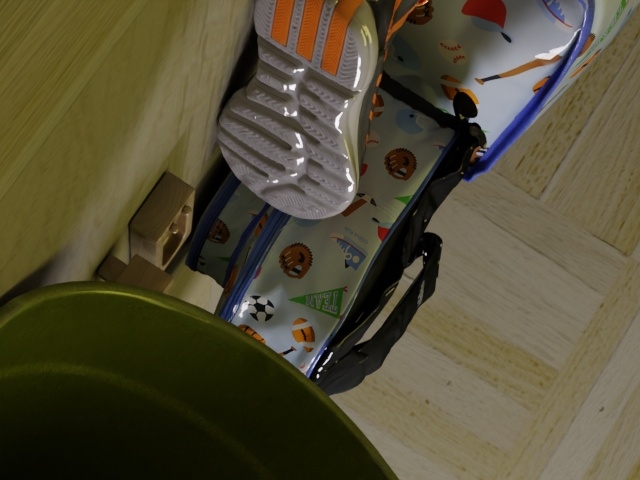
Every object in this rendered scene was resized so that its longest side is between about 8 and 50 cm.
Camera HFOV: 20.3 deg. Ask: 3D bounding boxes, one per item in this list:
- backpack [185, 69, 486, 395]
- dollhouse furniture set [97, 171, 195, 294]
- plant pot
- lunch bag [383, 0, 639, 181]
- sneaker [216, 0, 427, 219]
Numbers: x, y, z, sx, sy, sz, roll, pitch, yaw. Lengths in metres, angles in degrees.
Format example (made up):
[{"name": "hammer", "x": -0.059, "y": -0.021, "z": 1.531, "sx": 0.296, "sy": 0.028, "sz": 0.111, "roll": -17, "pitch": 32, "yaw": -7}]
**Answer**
[{"name": "backpack", "x": 0.000, "y": 0.000, "z": 1.583, "sx": 0.276, "sy": 0.213, "sz": 0.263, "roll": 103, "pitch": 11, "yaw": -61}, {"name": "dollhouse furniture set", "x": -0.107, "y": 0.061, "z": 1.345, "sx": 0.151, "sy": 0.123, "sz": 0.144, "roll": -56, "pitch": 176, "yaw": -16}, {"name": "plant pot", "x": -0.160, "y": 0.276, "z": 1.124, "sx": 0.353, "sy": 0.366, "sz": 0.366, "roll": -46, "pitch": -178, "yaw": 28}, {"name": "lunch bag", "x": 0.200, "y": -0.288, "z": 1.599, "sx": 0.328, "sy": 0.239, "sz": 0.385, "roll": -55, "pitch": -177, "yaw": -24}, {"name": "sneaker", "x": 0.026, "y": -0.147, "z": 1.342, "sx": 0.180, "sy": 0.125, "sz": 0.321, "roll": -54, "pitch": 175, "yaw": -28}]
